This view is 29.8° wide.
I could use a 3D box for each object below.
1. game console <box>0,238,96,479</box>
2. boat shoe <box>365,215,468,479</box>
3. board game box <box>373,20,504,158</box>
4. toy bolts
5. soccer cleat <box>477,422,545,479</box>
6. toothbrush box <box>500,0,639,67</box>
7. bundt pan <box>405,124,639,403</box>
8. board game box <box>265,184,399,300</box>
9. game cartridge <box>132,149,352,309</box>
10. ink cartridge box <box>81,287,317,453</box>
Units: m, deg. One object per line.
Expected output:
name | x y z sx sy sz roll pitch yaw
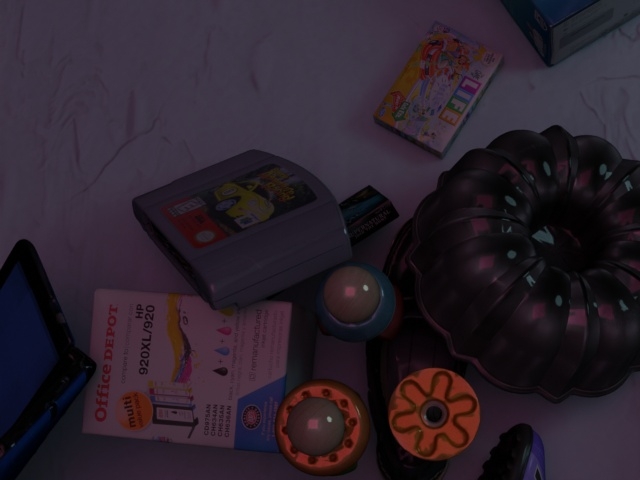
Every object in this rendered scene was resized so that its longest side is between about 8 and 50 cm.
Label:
game console | -0.394 0.188 1.370 0.173 0.293 0.250 40 41 -1
boat shoe | 0.114 0.120 1.409 0.127 0.113 0.340 8 75 11
board game box | 0.152 -0.194 1.541 0.103 0.026 0.154 30 80 16
toy bolts | 0.059 0.133 1.274 0.218 0.158 0.229 -2 79 6
soccer cleat | 0.219 0.367 1.337 0.116 0.108 0.318 15 75 -6
toothbrush box | 0.302 -0.408 1.529 0.216 0.126 0.296 -30 70 0
bundt pan | 0.269 0.007 1.358 0.330 0.124 0.331 4 62 -8
board game box | 0.000 0.000 1.461 0.186 0.126 0.026 -33 104 -2
game cartridge | -0.089 -0.024 1.412 0.196 0.060 0.294 -20 29 -19
ink cartridge box | -0.137 0.151 1.403 0.232 0.168 0.171 4 83 11
